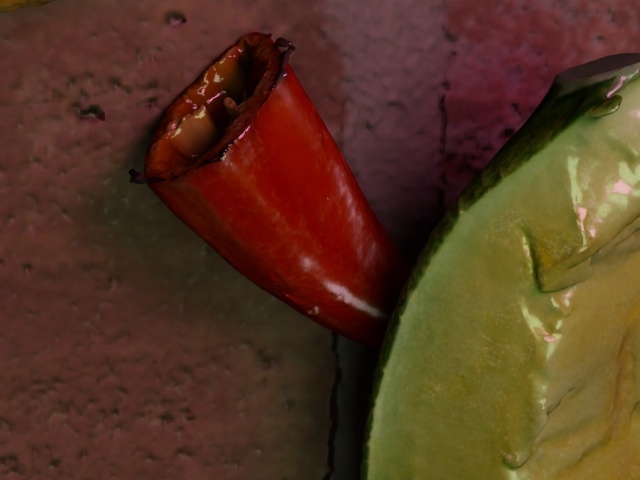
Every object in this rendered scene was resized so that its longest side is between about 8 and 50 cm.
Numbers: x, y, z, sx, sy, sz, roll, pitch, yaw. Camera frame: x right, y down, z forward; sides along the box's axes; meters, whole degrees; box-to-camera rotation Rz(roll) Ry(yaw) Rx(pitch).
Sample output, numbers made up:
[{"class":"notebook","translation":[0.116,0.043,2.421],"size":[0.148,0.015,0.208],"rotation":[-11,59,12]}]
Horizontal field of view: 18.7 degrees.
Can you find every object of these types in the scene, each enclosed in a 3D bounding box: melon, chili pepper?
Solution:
[{"class":"melon","translation":[0.107,0.064,0.841],"size":[0.196,0.124,0.323],"rotation":[-21,118,-34]},{"class":"chili pepper","translation":[0.000,-0.003,0.834],"size":[0.169,0.065,0.088],"rotation":[50,62,-33]}]

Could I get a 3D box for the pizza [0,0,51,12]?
[{"class":"pizza","translation":[-0.139,-0.211,0.682],"size":[0.280,0.075,0.288],"rotation":[-20,123,-12]}]
